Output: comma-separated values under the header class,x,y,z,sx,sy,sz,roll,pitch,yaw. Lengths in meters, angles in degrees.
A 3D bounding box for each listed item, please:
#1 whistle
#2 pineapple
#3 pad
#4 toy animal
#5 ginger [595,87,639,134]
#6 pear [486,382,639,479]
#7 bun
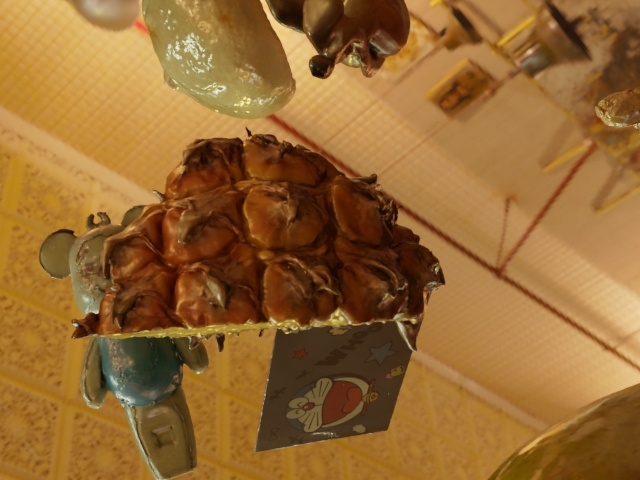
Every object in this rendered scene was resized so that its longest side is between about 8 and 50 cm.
class,x,y,z,sx,sy,sz,roll,pitch,yaw
whistle,-0.156,0.085,0.846,0.077,0.114,0.235,115,137,-77
pineapple,-0.001,-0.006,0.717,0.335,0.161,0.158,12,-109,-49
pad,0.019,0.146,1.093,0.170,0.245,0.006,-5,-135,-18
toy animal,0.042,-0.237,0.798,0.158,0.097,0.312,27,-112,-46
ginger,0.490,-0.187,1.475,0.214,0.133,0.058,-12,-109,-18
pear,0.185,0.220,0.556,0.307,0.253,0.253,-39,-88,-21
bun,-0.119,-0.215,1.044,0.222,0.128,0.222,59,174,10
